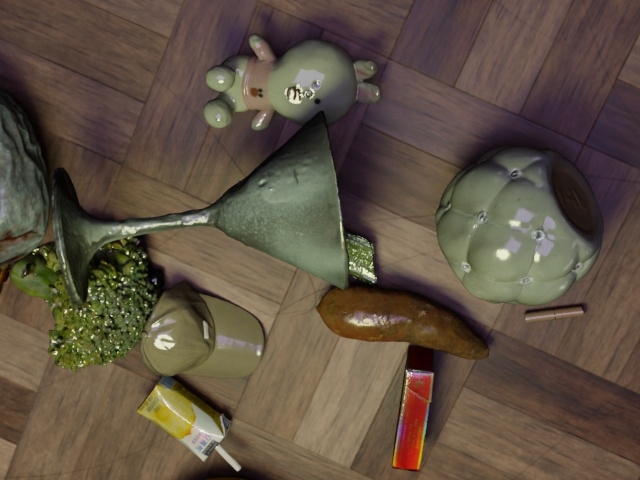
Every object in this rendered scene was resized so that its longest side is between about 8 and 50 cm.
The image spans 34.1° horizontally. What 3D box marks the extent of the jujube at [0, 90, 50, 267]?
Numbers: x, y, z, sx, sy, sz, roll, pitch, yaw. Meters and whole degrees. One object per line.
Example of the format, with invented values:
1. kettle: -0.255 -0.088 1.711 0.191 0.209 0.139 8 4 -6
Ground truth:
1. jujube: -0.555 -0.097 1.642 0.246 0.215 0.308 -6 94 -15

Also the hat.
1. hat: -0.192 0.172 1.714 0.173 0.144 0.166 17 103 14

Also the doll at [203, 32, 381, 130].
1. doll: -0.047 -0.245 1.609 0.274 0.113 0.155 -5 114 1

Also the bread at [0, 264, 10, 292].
1. bread: -0.588 0.102 1.734 0.160 0.140 0.169 -13 106 21

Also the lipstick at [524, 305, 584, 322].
1. lipstick: 0.378 0.120 1.687 0.094 0.019 0.019 -8 102 9

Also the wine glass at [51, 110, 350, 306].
1. wine glass: -0.171 -0.032 1.525 0.405 0.267 0.267 -8 103 -6

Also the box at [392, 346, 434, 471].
1. box: 0.153 0.274 1.704 0.048 0.112 0.175 8 106 5

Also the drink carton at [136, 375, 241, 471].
1. drink carton: -0.209 0.315 1.774 0.200 0.074 0.084 38 105 -4

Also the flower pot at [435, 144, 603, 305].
1. flower pot: 0.299 -0.023 1.551 0.195 0.246 0.246 -29 99 38

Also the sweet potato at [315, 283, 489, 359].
1. sweet potato: 0.135 0.130 1.681 0.291 0.097 0.097 13 105 3

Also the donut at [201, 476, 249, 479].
1. donut: -0.162 0.542 1.808 0.302 0.110 0.303 2 106 8

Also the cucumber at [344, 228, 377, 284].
1. cucumber: 0.000 0.000 1.691 0.220 0.046 0.070 20 103 0

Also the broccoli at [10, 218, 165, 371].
1. broccoli: -0.401 0.092 1.688 0.272 0.180 0.243 13 106 4
